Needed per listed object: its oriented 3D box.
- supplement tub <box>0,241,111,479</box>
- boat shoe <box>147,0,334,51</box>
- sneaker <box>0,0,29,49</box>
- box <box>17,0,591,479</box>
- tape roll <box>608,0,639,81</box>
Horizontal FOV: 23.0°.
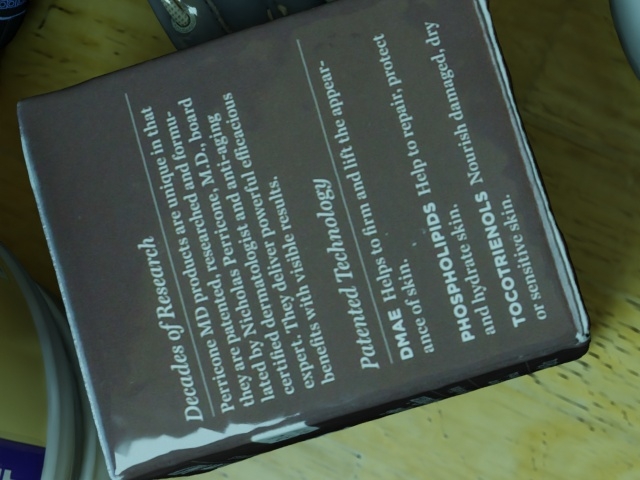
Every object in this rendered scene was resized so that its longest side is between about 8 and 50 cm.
[{"bbox_3d":[-0.249,0.072,0.635,0.241,0.331,0.241,-6,75,21],"label":"supplement tub"},{"bbox_3d":[-0.122,-0.223,0.776,0.130,0.132,0.355,-41,78,1],"label":"boat shoe"},{"bbox_3d":[-0.236,-0.183,0.797,0.232,0.081,0.090,40,129,4],"label":"sneaker"},{"bbox_3d":[0.000,0.000,0.710,0.203,0.168,0.167,-18,81,6],"label":"box"},{"bbox_3d":[0.250,-0.148,0.693,0.246,0.169,0.246,-1,83,9],"label":"tape roll"}]
